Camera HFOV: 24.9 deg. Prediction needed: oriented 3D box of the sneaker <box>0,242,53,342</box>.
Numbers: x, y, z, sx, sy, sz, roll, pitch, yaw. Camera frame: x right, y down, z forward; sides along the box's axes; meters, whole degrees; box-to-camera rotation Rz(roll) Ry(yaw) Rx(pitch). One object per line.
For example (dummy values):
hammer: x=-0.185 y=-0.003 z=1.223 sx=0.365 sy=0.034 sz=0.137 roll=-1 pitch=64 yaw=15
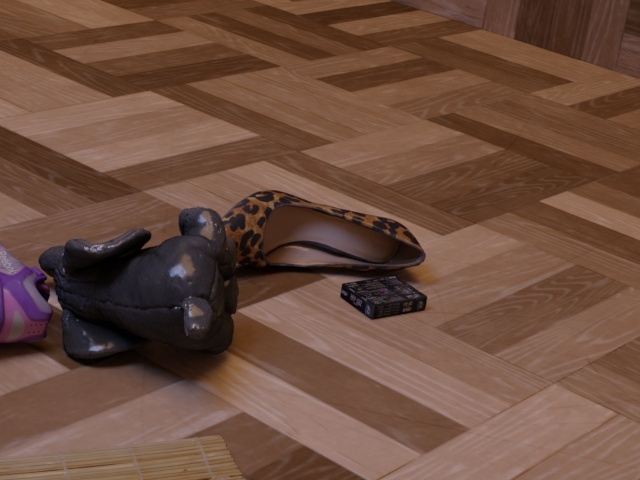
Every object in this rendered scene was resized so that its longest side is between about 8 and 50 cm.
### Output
sneaker: x=-0.350 y=0.045 z=1.568 sx=0.104 sy=0.095 sz=0.236 roll=5 pitch=26 yaw=-27

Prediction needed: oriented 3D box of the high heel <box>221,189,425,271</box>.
high heel: x=0.000 y=0.000 z=1.776 sx=0.186 sy=0.093 sz=0.261 roll=17 pitch=14 yaw=35

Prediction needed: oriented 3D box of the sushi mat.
sushi mat: x=-0.211 y=0.224 z=1.261 sx=0.316 sy=0.019 sz=0.151 roll=-2 pitch=26 yaw=-23

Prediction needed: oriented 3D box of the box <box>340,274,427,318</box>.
box: x=0.076 y=0.067 z=1.746 sx=0.083 sy=0.018 sz=0.067 roll=-8 pitch=27 yaw=-35

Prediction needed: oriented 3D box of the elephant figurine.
elephant figurine: x=-0.215 y=0.054 z=1.544 sx=0.239 sy=0.186 sz=0.169 roll=0 pitch=65 yaw=7
